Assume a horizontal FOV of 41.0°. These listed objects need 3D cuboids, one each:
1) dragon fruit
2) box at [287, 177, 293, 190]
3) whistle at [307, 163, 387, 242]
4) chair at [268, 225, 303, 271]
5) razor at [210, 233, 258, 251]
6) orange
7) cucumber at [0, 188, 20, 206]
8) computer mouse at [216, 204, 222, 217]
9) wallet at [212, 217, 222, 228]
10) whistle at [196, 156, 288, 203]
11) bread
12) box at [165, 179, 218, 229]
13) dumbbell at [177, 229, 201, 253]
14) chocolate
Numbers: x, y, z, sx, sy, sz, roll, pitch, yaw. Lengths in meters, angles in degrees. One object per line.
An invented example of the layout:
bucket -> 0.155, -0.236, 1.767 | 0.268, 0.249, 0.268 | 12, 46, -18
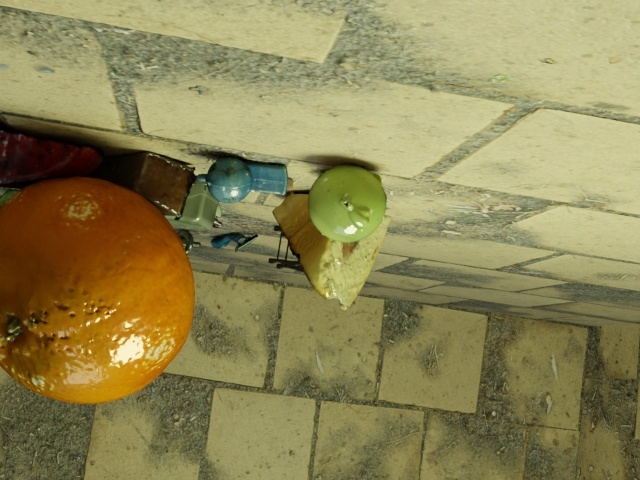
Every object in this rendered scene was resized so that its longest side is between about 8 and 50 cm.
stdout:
dragon fruit -> -0.572, -0.146, 1.608 | 0.344, 0.100, 0.282 | 9, 176, -1
box -> -0.101, -0.115, 1.602 | 0.048, 0.025, 0.115 | 0, 169, 36
whistle -> 0.056, -0.074, 1.513 | 0.141, 0.141, 0.294 | 7, -169, 8
chair -> -0.013, 0.028, 2.250 | 0.229, 0.106, 0.113 | 6, 171, 15
razor -> -0.270, 0.002, 2.552 | 0.082, 0.042, 0.253 | -34, -168, -24
orange -> -0.431, 0.098, 1.524 | 0.424, 0.423, 0.326 | 4, -153, 27
cucumber -> -0.782, -0.082, 2.302 | 0.116, 0.085, 0.193 | 5, 165, 14
computer mouse -> -0.254, -0.083, 1.946 | 0.056, 0.032, 0.110 | 25, 174, 13
wallet -> -0.315, -0.074, 1.965 | 0.166, 0.030, 0.111 | 31, 171, -30
whistle -> -0.142, -0.104, 1.510 | 0.158, 0.090, 0.090 | 6, 172, 10
bread -> -0.008, 0.009, 1.774 | 0.211, 0.223, 0.184 | 12, 170, 34
box -> -0.298, -0.079, 1.799 | 0.172, 0.092, 0.124 | 6, 171, 13
dumbbell -> -0.444, 0.002, 2.527 | 0.110, 0.110, 0.255 | 2, 177, 35
chocolate -> -0.387, -0.110, 1.674 | 0.321, 0.111, 0.112 | 2, 161, 44
